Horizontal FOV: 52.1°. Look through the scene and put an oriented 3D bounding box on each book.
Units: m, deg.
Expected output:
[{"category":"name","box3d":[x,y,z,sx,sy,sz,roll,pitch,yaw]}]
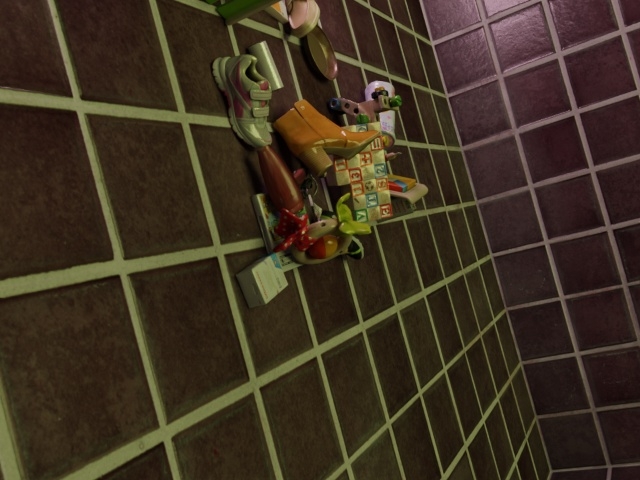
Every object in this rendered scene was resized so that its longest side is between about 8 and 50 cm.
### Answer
[{"category":"book","box3d":[-0.149,-0.729,1.981,0.144,0.035,0.096,9,67,-62]}]

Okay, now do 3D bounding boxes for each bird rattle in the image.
[{"category":"bird rattle","box3d":[0.000,0.000,1.651,0.143,0.253,0.207,56,-19,30]}]

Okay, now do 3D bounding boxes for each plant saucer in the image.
[{"category":"plant saucer","box3d":[-0.006,-0.627,2.190,0.198,0.036,0.199,37,46,-50]}]

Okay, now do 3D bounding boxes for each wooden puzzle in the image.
[{"category":"wooden puzzle","box3d":[0.230,-0.193,2.215,0.221,0.238,0.044,-32,137,-62]}]

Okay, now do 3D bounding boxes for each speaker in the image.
[{"category":"speaker","box3d":[-0.151,-0.479,1.816,0.136,0.055,0.055,67,28,-13]}]

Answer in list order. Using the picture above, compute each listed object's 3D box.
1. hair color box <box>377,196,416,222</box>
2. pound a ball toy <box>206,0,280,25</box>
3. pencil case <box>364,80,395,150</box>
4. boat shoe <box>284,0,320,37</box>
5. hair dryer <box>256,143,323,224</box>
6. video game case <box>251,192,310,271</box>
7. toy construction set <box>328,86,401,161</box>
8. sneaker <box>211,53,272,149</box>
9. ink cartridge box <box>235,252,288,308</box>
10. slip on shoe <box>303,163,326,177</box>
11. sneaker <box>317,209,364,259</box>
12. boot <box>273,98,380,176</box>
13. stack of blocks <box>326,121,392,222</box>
[{"category":"hair color box","box3d":[0.256,-0.117,2.292,0.072,0.141,0.043,67,29,-13]},{"category":"pound a ball toy","box3d":[-0.166,-0.697,1.614,0.208,0.319,0.136,35,46,-51]},{"category":"pencil case","box3d":[0.222,-0.466,2.451,0.124,0.113,0.273,113,-17,-56]},{"category":"boat shoe","box3d":[-0.073,-0.758,2.063,0.098,0.109,0.303,38,38,-43]},{"category":"hair dryer","box3d":[-0.083,-0.145,1.719,0.293,0.080,0.224,49,21,-48]},{"category":"video game case","box3d":[-0.088,-0.030,1.726,0.227,0.026,0.207,-18,92,-62]},{"category":"toy construction set","box3d":[0.188,-0.367,2.194,0.309,0.237,0.258,36,46,-51]},{"category":"sneaker","box3d":[-0.174,-0.351,1.641,0.252,0.111,0.103,67,28,-14]},{"category":"ink cartridge box","box3d":[-0.137,0.093,1.537,0.122,0.052,0.089,-39,110,-62]},{"category":"slip on shoe","box3d":[-0.032,-0.228,1.916,0.041,0.051,0.135,-57,130,-28]},{"category":"sneaker","box3d":[0.044,0.006,1.926,0.235,0.084,0.097,46,62,-41]},{"category":"boot","box3d":[0.021,-0.323,1.878,0.295,0.104,0.211,-33,84,-36]},{"category":"stack of blocks","box3d":[0.111,-0.205,2.022,0.171,0.087,0.297,-13,100,-19]}]
